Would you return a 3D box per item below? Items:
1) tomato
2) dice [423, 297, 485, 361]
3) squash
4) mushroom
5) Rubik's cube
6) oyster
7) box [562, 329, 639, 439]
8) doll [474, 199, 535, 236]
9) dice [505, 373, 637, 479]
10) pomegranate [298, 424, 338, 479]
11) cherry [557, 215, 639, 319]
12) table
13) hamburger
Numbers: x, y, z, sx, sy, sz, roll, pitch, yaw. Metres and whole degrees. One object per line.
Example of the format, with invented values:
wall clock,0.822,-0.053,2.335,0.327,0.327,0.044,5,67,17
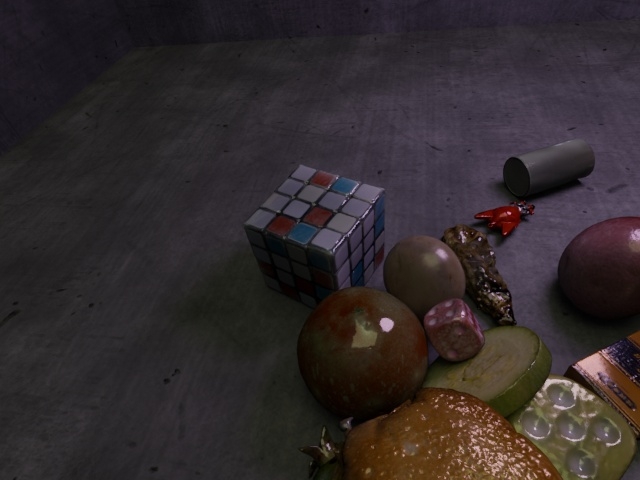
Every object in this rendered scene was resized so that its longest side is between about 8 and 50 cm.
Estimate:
tomato,0.081,0.214,0.824,0.270,0.223,0.270,-6,47,7
dice,0.271,0.181,0.819,0.091,0.094,0.093,-34,10,21
squash,0.300,0.249,0.756,0.252,0.252,0.049,-35,90,-23
mushroom,0.258,0.093,0.944,0.209,0.206,0.206,6,43,-15
Rubik's cube,0.000,0.000,1.026,0.253,0.256,0.259,20,53,26
oyster,0.410,0.070,1.027,0.128,0.079,0.345,-3,42,-5
box,0.632,0.274,0.790,0.237,0.070,0.152,-19,46,-12
doll,0.537,-0.073,1.148,0.169,0.057,0.109,-29,46,-17
dice,0.397,0.347,0.684,0.169,0.166,0.169,-33,49,-22
pomegranate,0.037,0.428,0.691,0.148,0.149,0.169,-40,28,-27
cherry,0.653,0.046,0.893,0.239,0.239,0.206,-33,42,-21
table,0.686,-0.220,1.219,0.219,0.126,0.126,-18,46,-7
hamburger,0.155,0.347,0.540,0.289,0.170,0.314,-16,28,-20
